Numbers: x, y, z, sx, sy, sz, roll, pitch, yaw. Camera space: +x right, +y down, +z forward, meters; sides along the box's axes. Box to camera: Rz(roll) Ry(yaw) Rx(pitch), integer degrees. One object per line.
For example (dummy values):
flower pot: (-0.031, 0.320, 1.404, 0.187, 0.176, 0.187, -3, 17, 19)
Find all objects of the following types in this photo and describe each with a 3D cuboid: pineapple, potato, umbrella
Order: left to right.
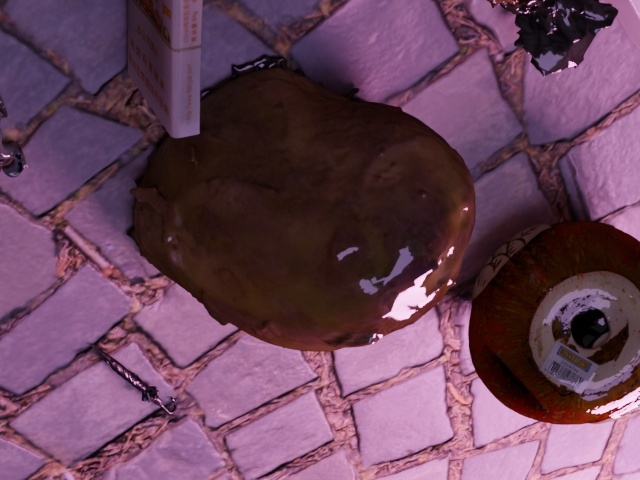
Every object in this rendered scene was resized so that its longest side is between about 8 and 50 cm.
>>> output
umbrella: (-0.198, 0.152, 1.355, 0.149, 0.022, 0.022, 43, 56, -44)
potato: (0.000, 0.000, 1.191, 0.301, 0.237, 0.289, 21, 113, -39)
pineapple: (0.198, -0.246, 1.205, 0.119, 0.111, 0.237, -26, 147, 29)

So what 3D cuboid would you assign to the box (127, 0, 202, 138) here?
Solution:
box: (-0.127, -0.206, 1.032, 0.032, 0.122, 0.220, -12, 130, -23)

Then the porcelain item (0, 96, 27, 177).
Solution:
porcelain item: (-0.305, -0.101, 1.087, 0.075, 0.021, 0.136, -23, 133, -12)

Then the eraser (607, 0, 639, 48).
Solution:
eraser: (0.299, -0.291, 1.237, 0.076, 0.078, 0.298, -41, 134, 6)

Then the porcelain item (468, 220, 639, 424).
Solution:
porcelain item: (0.285, 0.094, 1.483, 0.253, 0.253, 0.253, -16, 132, -18)
